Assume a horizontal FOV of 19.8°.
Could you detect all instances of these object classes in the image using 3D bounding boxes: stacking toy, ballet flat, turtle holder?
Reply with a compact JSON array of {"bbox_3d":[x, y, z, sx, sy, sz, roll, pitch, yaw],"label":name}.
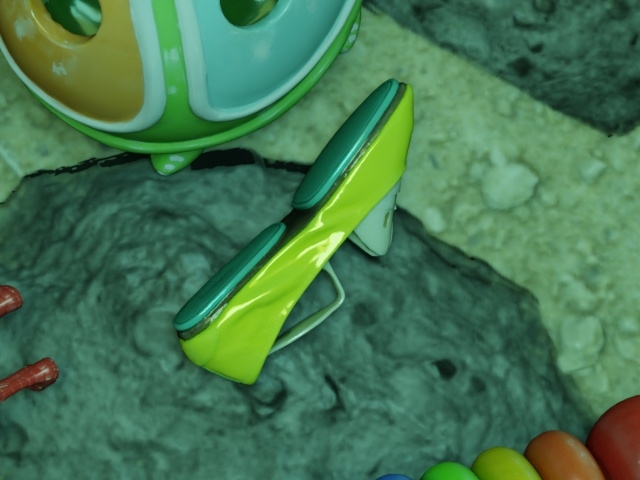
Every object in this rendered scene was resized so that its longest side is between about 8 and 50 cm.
[{"bbox_3d":[0.098,0.181,1.146,0.330,0.141,0.141,-23,80,-11],"label":"stacking toy"},{"bbox_3d":[0.000,0.000,1.208,0.077,0.077,0.231,42,84,-14],"label":"ballet flat"},{"bbox_3d":[-0.063,-0.203,1.160,0.320,0.227,0.243,-22,79,-4],"label":"turtle holder"}]

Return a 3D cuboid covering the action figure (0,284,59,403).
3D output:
[{"bbox_3d":[-0.315,0.129,1.148,0.280,0.139,0.091,-30,97,-36],"label":"action figure"}]
